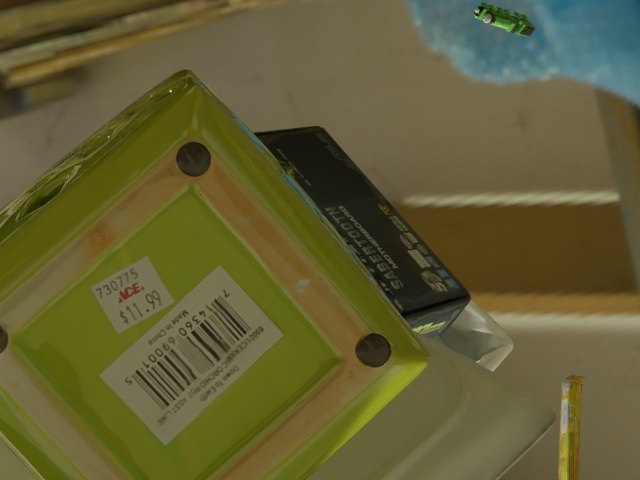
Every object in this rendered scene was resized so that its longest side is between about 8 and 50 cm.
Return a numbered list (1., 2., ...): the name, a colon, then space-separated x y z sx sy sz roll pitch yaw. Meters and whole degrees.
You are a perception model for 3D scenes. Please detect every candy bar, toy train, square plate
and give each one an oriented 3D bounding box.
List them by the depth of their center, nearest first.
1. square plate: -0.063 0.126 1.126 0.344 0.049 0.347 29 -135 28
2. toy train: 0.176 -0.210 1.503 0.083 0.023 0.017 4 132 -49
3. candy bar: 0.253 0.213 1.589 0.018 0.161 0.040 6 168 -9

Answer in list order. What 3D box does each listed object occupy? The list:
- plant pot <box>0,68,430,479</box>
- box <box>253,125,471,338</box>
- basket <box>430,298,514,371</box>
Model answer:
1. plant pot: -0.083 0.051 0.877 0.228 0.227 0.207 -41 -172 -5
2. box: 0.000 0.000 1.398 0.183 0.232 0.059 -12 144 -49
3. basket: 0.096 0.099 1.618 0.113 0.167 0.103 -43 170 -19
